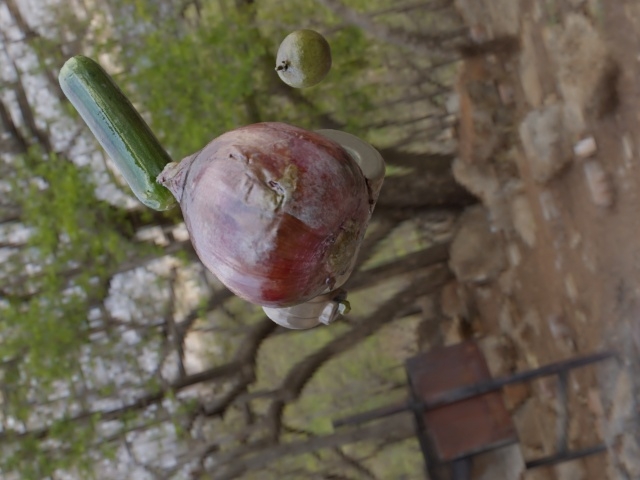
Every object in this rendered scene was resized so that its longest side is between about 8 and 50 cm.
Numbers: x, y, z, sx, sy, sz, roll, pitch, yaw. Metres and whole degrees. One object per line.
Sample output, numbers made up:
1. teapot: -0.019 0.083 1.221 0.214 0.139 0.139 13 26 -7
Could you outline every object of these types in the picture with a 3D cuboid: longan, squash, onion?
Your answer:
1. longan: -0.025 -0.216 1.504 0.075 0.083 0.075 30 134 37
2. squash: -0.247 -0.134 1.558 0.229 0.066 0.066 53 176 8
3. onion: -0.057 -0.031 1.069 0.159 0.195 0.159 -52 -24 -35

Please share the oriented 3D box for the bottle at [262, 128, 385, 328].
1. bottle: 0.000 0.000 1.268 0.097 0.110 0.209 -46 -22 -50
